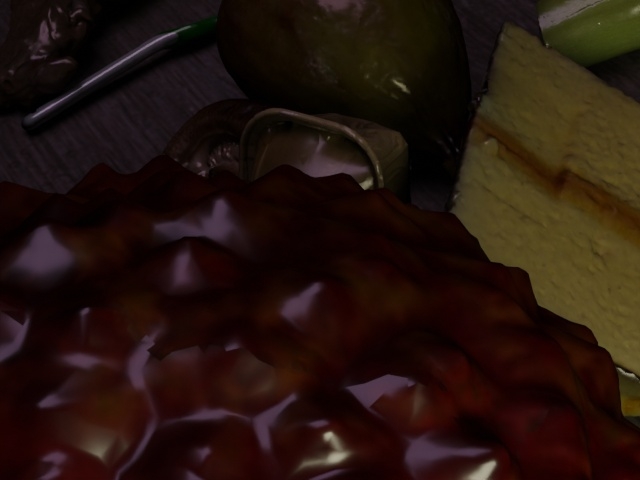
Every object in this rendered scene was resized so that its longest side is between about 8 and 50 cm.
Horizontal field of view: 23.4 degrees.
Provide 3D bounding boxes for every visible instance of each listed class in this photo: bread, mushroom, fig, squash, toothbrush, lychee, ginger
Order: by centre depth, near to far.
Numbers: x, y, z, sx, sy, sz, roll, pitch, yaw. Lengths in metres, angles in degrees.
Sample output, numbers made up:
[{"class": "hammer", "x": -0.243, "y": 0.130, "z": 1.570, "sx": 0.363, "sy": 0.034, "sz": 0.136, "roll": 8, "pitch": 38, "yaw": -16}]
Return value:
[{"class": "lychee", "x": -0.036, "y": 0.173, "z": 0.625, "sx": 0.500, "sy": 0.424, "sz": 0.424, "roll": 7, "pitch": 39, "yaw": -19}, {"class": "bread", "x": 0.180, "y": -0.017, "z": 0.946, "sx": 0.178, "sy": 0.135, "sz": 0.240, "roll": 3, "pitch": 44, "yaw": 18}, {"class": "mushroom", "x": -0.070, "y": -0.017, "z": 1.058, "sx": 0.135, "sy": 0.080, "sz": 0.170, "roll": 16, "pitch": 64, "yaw": 48}, {"class": "fig", "x": 0.044, "y": -0.111, "z": 1.090, "sx": 0.170, "sy": 0.145, "sz": 0.274, "roll": -14, "pitch": 53, "yaw": -35}, {"class": "squash", "x": 0.274, "y": -0.186, "z": 1.140, "sx": 0.250, "sy": 0.083, "sz": 0.083, "roll": -16, "pitch": 43, "yaw": 2}, {"class": "toothbrush", "x": -0.110, "y": -0.165, "z": 1.262, "sx": 0.304, "sy": 0.030, "sz": 0.030, "roll": -33, "pitch": 46, "yaw": -16}, {"class": "ginger", "x": -0.201, "y": -0.218, "z": 1.316, "sx": 0.122, "sy": 0.084, "sz": 0.290, "roll": -11, "pitch": 42, "yaw": 37}]

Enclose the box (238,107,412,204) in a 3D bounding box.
[{"class": "box", "x": 0.000, "y": 0.000, "z": 0.962, "sx": 0.111, "sy": 0.177, "sz": 0.111, "roll": 1, "pitch": 26, "yaw": -1}]
